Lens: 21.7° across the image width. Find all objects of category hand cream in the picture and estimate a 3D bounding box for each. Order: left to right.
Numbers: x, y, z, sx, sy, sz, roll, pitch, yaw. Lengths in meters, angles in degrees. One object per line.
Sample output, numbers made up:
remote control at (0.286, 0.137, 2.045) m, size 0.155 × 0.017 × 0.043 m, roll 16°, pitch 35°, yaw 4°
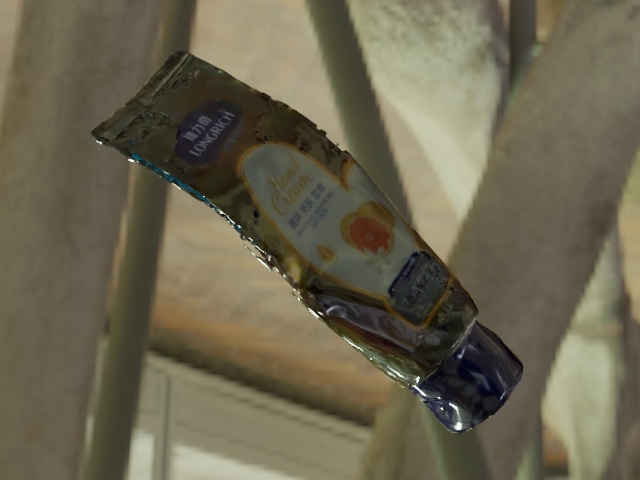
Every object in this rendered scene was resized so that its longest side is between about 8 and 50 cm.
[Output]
hand cream at (0.000, 0.000, 0.567) m, size 0.163 × 0.062 × 0.039 m, roll 42°, pitch 139°, yaw -6°
